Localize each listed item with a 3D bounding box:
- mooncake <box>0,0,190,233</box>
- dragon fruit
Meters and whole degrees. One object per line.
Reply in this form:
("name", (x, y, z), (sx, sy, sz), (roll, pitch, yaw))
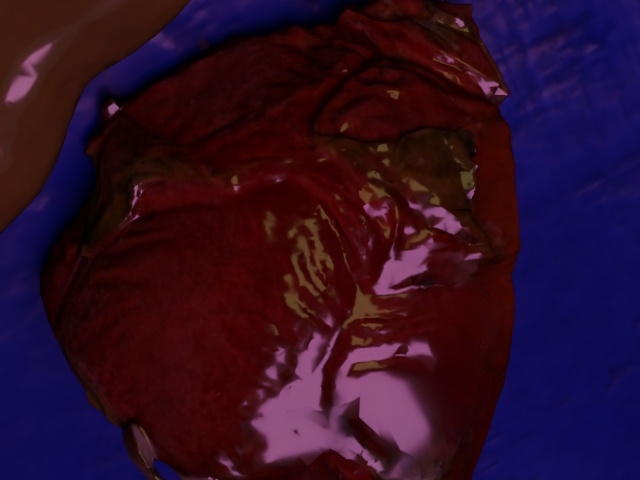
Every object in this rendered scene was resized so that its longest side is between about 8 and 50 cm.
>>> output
("mooncake", (-0.147, -0.102, 0.496), (0.235, 0.117, 0.235), (-10, 121, -16))
("dragon fruit", (-0.002, 0.000, 0.598), (0.120, 0.127, 0.161), (11, 112, -33))
